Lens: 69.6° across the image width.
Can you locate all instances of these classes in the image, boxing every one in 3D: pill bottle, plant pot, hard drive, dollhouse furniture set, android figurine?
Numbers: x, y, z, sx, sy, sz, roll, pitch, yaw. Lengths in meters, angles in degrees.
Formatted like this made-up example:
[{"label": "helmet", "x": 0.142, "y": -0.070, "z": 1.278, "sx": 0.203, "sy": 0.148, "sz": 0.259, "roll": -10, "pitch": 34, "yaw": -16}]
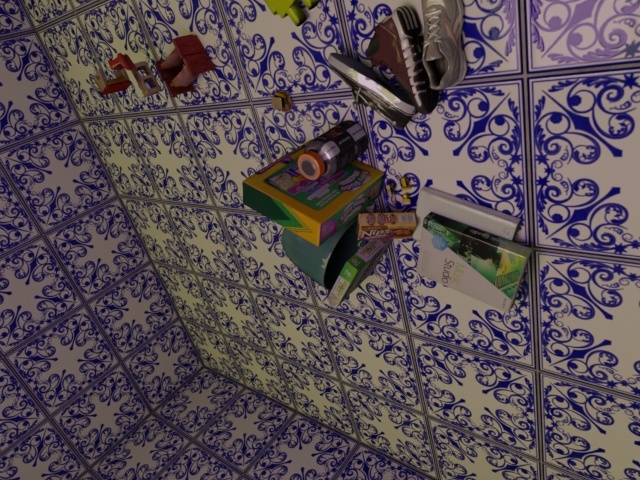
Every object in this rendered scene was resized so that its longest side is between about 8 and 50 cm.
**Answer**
[{"label": "pill bottle", "x": 0.035, "y": -0.282, "z": 1.471, "sx": 0.131, "sy": 0.246, "sz": 0.130, "roll": 25, "pitch": 135, "yaw": 27}, {"label": "plant pot", "x": 0.000, "y": 0.000, "z": 1.692, "sx": 0.235, "sy": 0.293, "sz": 0.292, "roll": 28, "pitch": 137, "yaw": 22}, {"label": "hard drive", "x": 0.446, "y": -0.033, "z": 1.447, "sx": 0.308, "sy": 0.040, "sz": 0.202, "roll": 25, "pitch": 136, "yaw": 29}, {"label": "dollhouse furniture set", "x": -0.615, "y": -0.623, "z": 1.721, "sx": 0.201, "sy": 0.374, "sz": 0.152, "roll": -16, "pitch": 104, "yaw": 51}, {"label": "android figurine", "x": -0.116, "y": -0.775, "z": 1.339, "sx": 0.272, "sy": 0.056, "sz": 0.248, "roll": 53, "pitch": 151, "yaw": -7}]

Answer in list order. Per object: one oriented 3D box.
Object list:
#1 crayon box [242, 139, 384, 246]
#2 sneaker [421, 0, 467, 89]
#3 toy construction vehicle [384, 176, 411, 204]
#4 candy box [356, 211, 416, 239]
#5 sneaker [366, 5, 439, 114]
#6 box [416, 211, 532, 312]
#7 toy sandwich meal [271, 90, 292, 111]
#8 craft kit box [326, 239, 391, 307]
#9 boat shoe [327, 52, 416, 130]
[{"label": "crayon box", "x": -0.018, "y": -0.171, "z": 1.519, "sx": 0.313, "sy": 0.363, "sz": 0.106, "roll": 31, "pitch": 138, "yaw": 23}, {"label": "sneaker", "x": 0.296, "y": -0.503, "z": 1.139, "sx": 0.099, "sy": 0.121, "sz": 0.262, "roll": 2, "pitch": 122, "yaw": 42}, {"label": "toy construction vehicle", "x": 0.262, "y": -0.166, "z": 1.525, "sx": 0.086, "sy": 0.035, "sz": 0.098, "roll": -3, "pitch": 121, "yaw": 33}, {"label": "candy box", "x": 0.217, "y": -0.048, "z": 1.539, "sx": 0.187, "sy": 0.053, "sz": 0.109, "roll": -2, "pitch": 155, "yaw": -1}, {"label": "sneaker", "x": 0.219, "y": -0.474, "z": 1.268, "sx": 0.163, "sy": 0.107, "sz": 0.281, "roll": -4, "pitch": 108, "yaw": 51}, {"label": "box", "x": 0.462, "y": 0.067, "z": 1.433, "sx": 0.322, "sy": 0.058, "sz": 0.232, "roll": 23, "pitch": 135, "yaw": 29}, {"label": "toy sandwich meal", "x": -0.138, "y": -0.493, "z": 1.638, "sx": 0.086, "sy": 0.029, "sz": 0.085, "roll": 25, "pitch": 136, "yaw": 28}, {"label": "craft kit box", "x": 0.145, "y": 0.101, "z": 1.681, "sx": 0.061, "sy": 0.247, "sz": 0.249, "roll": 37, "pitch": 139, "yaw": 13}, {"label": "boat shoe", "x": 0.138, "y": -0.436, "z": 1.354, "sx": 0.307, "sy": 0.113, "sz": 0.104, "roll": 34, "pitch": 126, "yaw": 5}]
